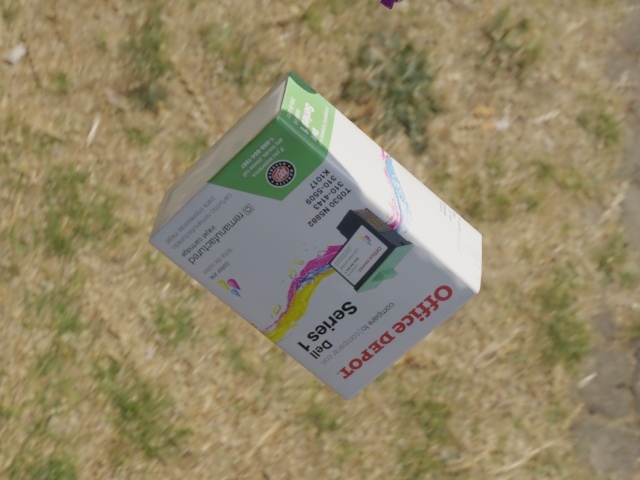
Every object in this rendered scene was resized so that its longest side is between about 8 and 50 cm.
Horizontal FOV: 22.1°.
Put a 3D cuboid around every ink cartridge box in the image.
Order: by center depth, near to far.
[{"bbox_3d":[0.000,0.000,1.664,0.278,0.201,0.117,40,26,-17],"label":"ink cartridge box"}]

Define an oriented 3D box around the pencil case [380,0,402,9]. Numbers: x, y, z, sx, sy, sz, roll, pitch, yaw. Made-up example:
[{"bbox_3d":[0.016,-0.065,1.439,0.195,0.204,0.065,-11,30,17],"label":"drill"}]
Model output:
[{"bbox_3d":[0.119,-0.292,1.614,0.152,0.070,0.064,-31,53,-19],"label":"pencil case"}]
